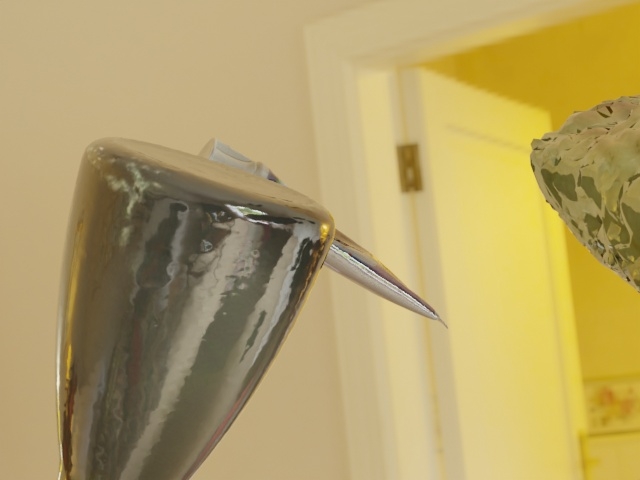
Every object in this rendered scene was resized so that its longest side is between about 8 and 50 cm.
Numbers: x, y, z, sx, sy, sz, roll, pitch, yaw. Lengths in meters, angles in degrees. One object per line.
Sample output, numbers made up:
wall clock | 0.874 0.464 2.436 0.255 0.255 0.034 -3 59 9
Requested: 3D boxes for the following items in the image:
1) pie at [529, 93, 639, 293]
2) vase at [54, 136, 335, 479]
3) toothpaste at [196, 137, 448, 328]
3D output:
pie | 0.313 -0.052 0.851 0.418 0.181 0.395 -20 20 -22
vase | -0.119 0.104 1.067 0.173 0.321 0.173 19 7 -2
toothpaste | 0.000 0.000 1.437 0.266 0.061 0.096 33 3 -17
